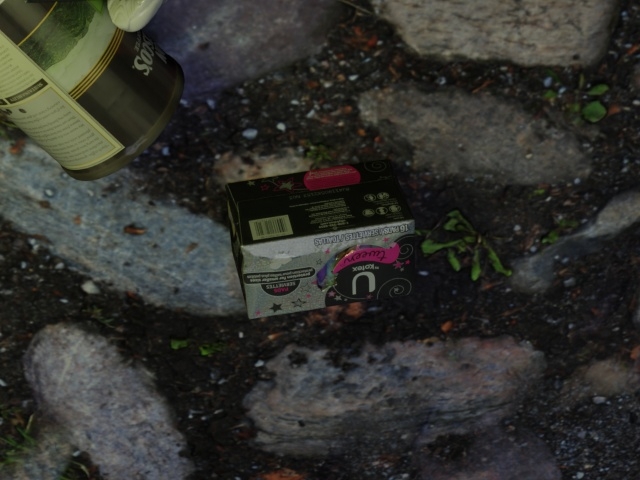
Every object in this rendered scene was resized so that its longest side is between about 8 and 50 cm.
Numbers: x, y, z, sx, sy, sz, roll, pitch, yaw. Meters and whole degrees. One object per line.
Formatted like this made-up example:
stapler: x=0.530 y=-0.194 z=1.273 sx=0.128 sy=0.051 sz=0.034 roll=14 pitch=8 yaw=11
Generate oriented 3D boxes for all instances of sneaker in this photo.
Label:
sneaker: x=-0.167 y=-0.333 z=1.686 sx=0.232 sy=0.090 sz=0.115 roll=-59 pitch=140 yaw=-16

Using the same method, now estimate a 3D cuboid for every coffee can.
coffee can: x=-0.330 y=-0.233 z=1.706 sx=0.201 sy=0.201 sz=0.275 roll=-35 pitch=128 yaw=14

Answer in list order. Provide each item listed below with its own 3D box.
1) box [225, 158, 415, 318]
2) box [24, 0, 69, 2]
box: x=0.000 y=0.000 z=2.003 sx=0.247 sy=0.163 sz=0.142 roll=-9 pitch=128 yaw=-7
box: x=-0.200 y=-0.371 z=1.535 sx=0.270 sy=0.165 sz=0.143 roll=-4 pitch=153 yaw=-13
